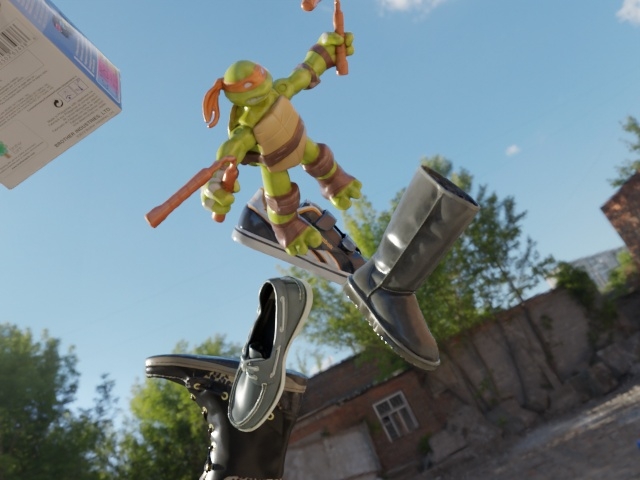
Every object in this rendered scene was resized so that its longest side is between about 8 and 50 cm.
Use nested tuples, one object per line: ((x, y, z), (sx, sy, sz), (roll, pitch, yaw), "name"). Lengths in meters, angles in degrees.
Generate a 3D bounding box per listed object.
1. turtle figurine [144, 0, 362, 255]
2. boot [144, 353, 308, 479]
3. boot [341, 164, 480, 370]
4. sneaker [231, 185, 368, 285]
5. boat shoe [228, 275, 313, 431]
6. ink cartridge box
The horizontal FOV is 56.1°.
((-0.046, -0.079, 0.547), (0.270, 0.087, 0.217), (-59, -33, -22), "turtle figurine")
((-0.225, 0.397, 1.299), (0.377, 0.284, 0.138), (6, -9, 12), "boot")
((0.138, 0.035, 0.780), (0.208, 0.190, 0.076), (-51, -24, 16), "boot")
((0.000, 0.000, 1.154), (0.126, 0.321, 0.128), (-130, 63, -82), "sneaker")
((-0.120, 0.216, 1.156), (0.099, 0.116, 0.320), (19, -85, -51), "boat shoe")
((-0.553, -0.304, 0.959), (0.270, 0.151, 0.395), (-32, -42, 10), "ink cartridge box")
